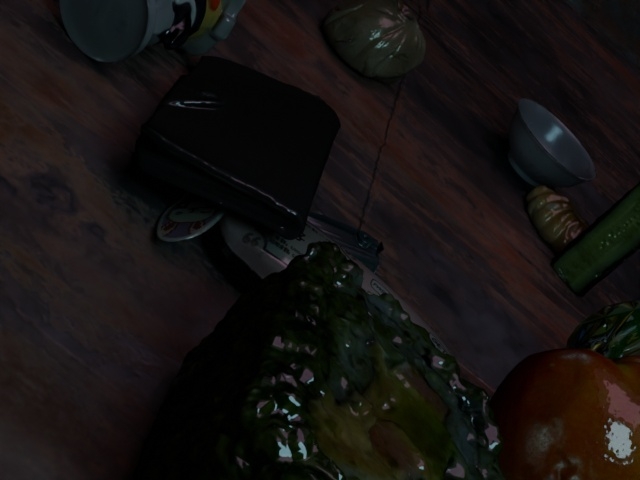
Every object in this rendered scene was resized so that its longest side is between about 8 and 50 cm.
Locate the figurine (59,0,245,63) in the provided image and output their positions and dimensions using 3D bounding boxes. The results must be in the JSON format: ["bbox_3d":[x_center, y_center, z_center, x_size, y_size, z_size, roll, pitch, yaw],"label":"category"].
[{"bbox_3d":[-0.193,-0.292,1.297,0.176,0.133,0.236,51,31,4],"label":"figurine"}]

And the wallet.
[{"bbox_3d":[-0.081,-0.121,1.238,0.197,0.051,0.377,26,23,-3],"label":"wallet"}]

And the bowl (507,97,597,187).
[{"bbox_3d":[0.383,-0.149,1.938,0.189,0.086,0.189,32,31,-22],"label":"bowl"}]

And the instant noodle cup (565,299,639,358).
[{"bbox_3d":[0.370,0.209,1.326,0.240,0.240,0.178,48,36,4],"label":"instant noodle cup"}]

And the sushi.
[{"bbox_3d":[0.018,0.186,0.903,0.294,0.178,0.352,43,25,-11],"label":"sushi"}]

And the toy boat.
[{"bbox_3d":[0.000,0.000,1.254,0.141,0.060,0.055,22,35,-26],"label":"toy boat"}]

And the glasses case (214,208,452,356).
[{"bbox_3d":[0.020,0.069,1.164,0.314,0.075,0.122,41,27,-4],"label":"glasses case"}]

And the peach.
[{"bbox_3d":[0.275,0.228,1.145,0.243,0.243,0.199,51,2,9],"label":"peach"}]

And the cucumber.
[{"bbox_3d":[0.454,-0.008,1.715,0.078,0.211,0.062,48,30,9],"label":"cucumber"}]

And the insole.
[{"bbox_3d":[-0.120,-0.042,1.151,0.197,0.065,0.004,-66,152,-62],"label":"insole"}]

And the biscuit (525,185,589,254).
[{"bbox_3d":[0.410,-0.015,1.828,0.183,0.061,0.118,47,29,1],"label":"biscuit"}]

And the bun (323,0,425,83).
[{"bbox_3d":[0.094,-0.326,1.746,0.166,0.113,0.173,31,29,-26],"label":"bun"}]
